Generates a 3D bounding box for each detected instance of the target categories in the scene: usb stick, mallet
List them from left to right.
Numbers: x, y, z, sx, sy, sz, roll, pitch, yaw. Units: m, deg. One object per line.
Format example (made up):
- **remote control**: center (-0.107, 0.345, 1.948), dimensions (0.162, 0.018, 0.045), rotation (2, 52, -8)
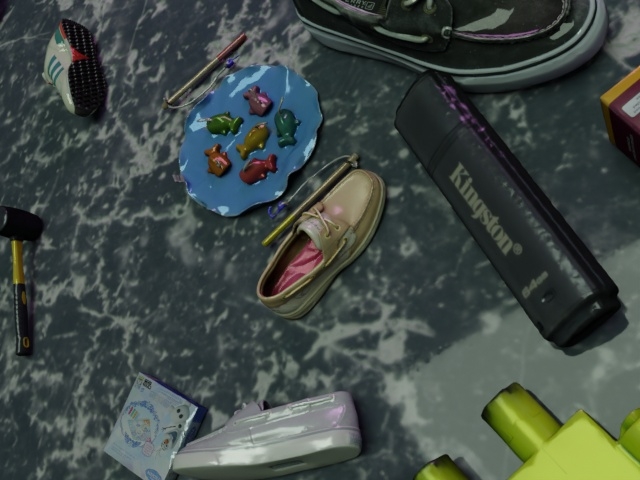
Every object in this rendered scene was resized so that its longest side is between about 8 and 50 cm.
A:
- **mallet**: center (-0.379, 0.046, 0.873), dimensions (0.039, 0.062, 0.190), rotation (-17, 65, 21)
- **usb stick**: center (0.150, -0.038, 0.616), dimensions (0.077, 0.045, 0.278), rotation (-52, 53, 35)

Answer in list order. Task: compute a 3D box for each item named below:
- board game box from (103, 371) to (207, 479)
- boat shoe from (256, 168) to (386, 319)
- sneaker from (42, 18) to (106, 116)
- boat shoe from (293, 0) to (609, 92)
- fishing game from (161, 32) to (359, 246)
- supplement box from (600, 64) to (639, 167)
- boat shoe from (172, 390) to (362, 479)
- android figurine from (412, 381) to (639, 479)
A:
- **board game box**: center (-0.171, 0.195, 0.731), dimensions (0.090, 0.020, 0.090), rotation (21, 83, 32)
- **boat shoe**: center (0.000, 0.000, 0.683), dimensions (0.063, 0.059, 0.170), rotation (34, 90, 33)
- **sneaker**: center (-0.338, -0.219, 0.959), dimensions (0.075, 0.057, 0.161), rotation (-36, 59, 33)
- **boat shoe**: center (0.095, -0.226, 0.677), dimensions (0.335, 0.119, 0.121), rotation (16, 80, 32)
- **fishing game**: center (-0.088, -0.119, 0.788), dimensions (0.189, 0.041, 0.264), rotation (-39, 58, 8)
- **supplement box**: center (0.314, -0.065, 0.522), dimensions (0.104, 0.081, 0.188), rotation (-40, 58, 10)
- **boat shoe**: center (-0.052, 0.177, 0.649), dimensions (0.184, 0.066, 0.063), rotation (-19, 54, 23)
- **android figurine**: center (0.190, 0.240, 0.498), dimensions (0.248, 0.056, 0.273), rotation (-45, 56, 7)
